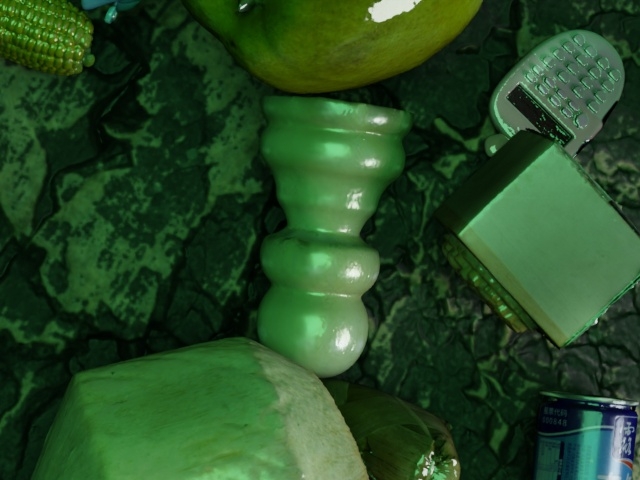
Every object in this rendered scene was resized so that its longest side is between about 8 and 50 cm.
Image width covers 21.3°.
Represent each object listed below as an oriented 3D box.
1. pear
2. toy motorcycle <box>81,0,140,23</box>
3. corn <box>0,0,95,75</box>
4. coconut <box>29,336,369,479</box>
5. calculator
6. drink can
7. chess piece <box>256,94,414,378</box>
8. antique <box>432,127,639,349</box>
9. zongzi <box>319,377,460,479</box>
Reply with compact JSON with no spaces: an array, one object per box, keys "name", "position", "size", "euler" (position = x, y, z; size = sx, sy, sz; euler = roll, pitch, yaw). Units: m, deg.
[{"name":"pear","position":[0.012,-0.256,1.484],"size":[0.269,0.269,0.321],"euler":[55,41,0]},{"name":"toy motorcycle","position":[-0.231,-0.299,1.538],"size":[0.272,0.123,0.182],"euler":[20,46,-2]},{"name":"corn","position":[-0.316,-0.217,1.556],"size":[0.238,0.080,0.080],"euler":[23,86,-1]},{"name":"coconut","position":[-0.124,0.236,1.451],"size":[0.329,0.329,0.329],"euler":[0,87,-4]},{"name":"calculator","position":[0.220,-0.130,1.620],"size":[0.103,0.024,0.166],"euler":[45,83,-2]},{"name":"drink can","position":[0.235,0.259,1.566],"size":[0.097,0.097,0.235],"euler":[6,86,-4]},{"name":"chess piece","position":[0.000,0.000,1.544],"size":[0.144,0.144,0.251],"euler":[7,92,-4]},{"name":"antique","position":[0.197,0.001,1.540],"size":[0.148,0.147,0.152],"euler":[-43,99,1]},{"name":"zongzi","position":[0.040,0.170,1.523],"size":[0.176,0.160,0.078],"euler":[27,90,-4]}]
